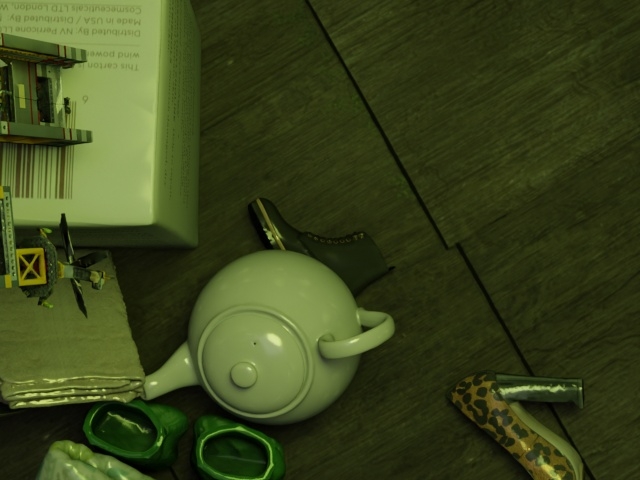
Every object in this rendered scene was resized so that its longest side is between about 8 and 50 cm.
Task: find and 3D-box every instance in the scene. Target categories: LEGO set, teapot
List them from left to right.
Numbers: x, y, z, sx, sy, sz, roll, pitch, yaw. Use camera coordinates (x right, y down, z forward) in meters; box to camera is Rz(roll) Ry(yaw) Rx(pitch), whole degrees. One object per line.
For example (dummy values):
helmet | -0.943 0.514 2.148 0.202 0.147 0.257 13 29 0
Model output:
LEGO set | -0.344 -0.068 1.043 0.255 0.192 0.331 -14 84 29
teapot | -0.065 0.140 1.348 0.252 0.187 0.256 31 109 4

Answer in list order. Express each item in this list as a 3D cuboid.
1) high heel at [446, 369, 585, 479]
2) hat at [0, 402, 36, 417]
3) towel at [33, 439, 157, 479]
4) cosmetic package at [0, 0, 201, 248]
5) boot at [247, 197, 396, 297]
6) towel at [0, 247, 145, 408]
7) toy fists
high heel | 0.269 0.310 1.435 0.186 0.093 0.261 0 93 17
hat | -0.462 0.157 1.389 0.331 0.331 0.134 22 124 2
towel | -0.236 0.467 1.353 0.374 0.090 0.321 26 105 -1
cosmetic package | -0.332 -0.162 1.306 0.329 0.394 0.327 1 85 -1
boot | 0.000 0.000 1.462 0.137 0.077 0.198 -34 99 -8
towel | -0.342 0.108 1.353 0.187 0.282 0.049 0 128 -23
toy fists | -0.181 0.272 1.395 0.279 0.142 0.096 13 68 1
